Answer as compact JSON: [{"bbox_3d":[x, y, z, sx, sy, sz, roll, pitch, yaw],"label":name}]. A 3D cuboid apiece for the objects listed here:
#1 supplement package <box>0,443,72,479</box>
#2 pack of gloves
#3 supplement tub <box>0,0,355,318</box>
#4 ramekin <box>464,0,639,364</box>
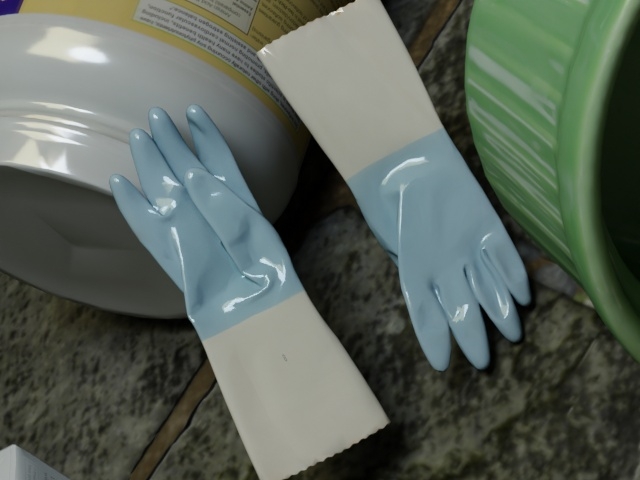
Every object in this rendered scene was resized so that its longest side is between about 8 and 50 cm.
[{"bbox_3d":[-0.130,0.237,1.040,0.139,0.244,0.134,-28,45,24],"label":"supplement package"},{"bbox_3d":[0.000,0.000,1.158,0.195,0.046,0.232,-27,83,-6],"label":"pack of gloves"},{"bbox_3d":[-0.108,-0.139,1.304,0.241,0.241,0.331,-4,57,39],"label":"supplement tub"},{"bbox_3d":[0.218,-0.082,0.943,0.303,0.303,0.148,-49,34,1],"label":"ramekin"}]
